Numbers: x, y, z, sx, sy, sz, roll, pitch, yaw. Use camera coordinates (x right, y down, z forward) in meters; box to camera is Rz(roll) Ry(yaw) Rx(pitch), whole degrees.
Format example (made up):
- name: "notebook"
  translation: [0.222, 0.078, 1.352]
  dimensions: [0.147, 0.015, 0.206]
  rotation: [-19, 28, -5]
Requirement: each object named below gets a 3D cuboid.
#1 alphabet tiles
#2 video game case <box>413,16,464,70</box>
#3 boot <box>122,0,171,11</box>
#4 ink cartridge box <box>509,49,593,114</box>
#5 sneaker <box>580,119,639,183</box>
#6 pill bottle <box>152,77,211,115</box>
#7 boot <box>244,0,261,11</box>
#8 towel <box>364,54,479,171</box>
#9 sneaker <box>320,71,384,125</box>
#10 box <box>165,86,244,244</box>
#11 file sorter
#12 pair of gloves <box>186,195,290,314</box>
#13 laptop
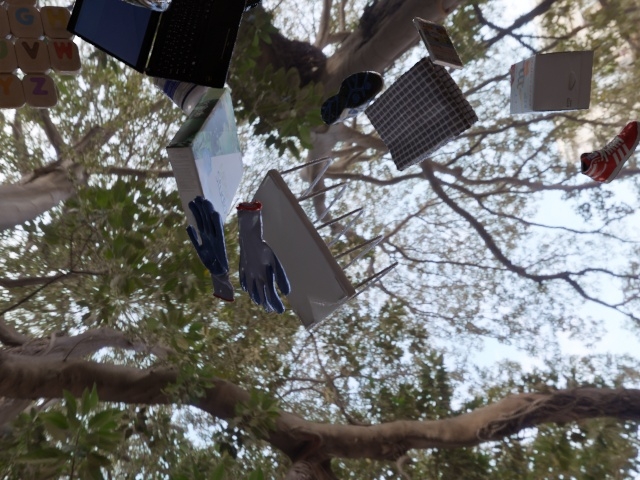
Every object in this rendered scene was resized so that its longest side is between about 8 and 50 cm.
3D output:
- name: "alphabet tiles"
  translation: [-0.625, -0.388, 0.903]
  dimensions: [0.283, 0.021, 0.278]
  rotation: [-11, -93, -28]
- name: "video game case"
  translation: [0.248, -0.413, 0.985]
  dimensions: [0.087, 0.011, 0.122]
  rotation: [-1, -116, -32]
- name: "boot"
  translation: [-0.197, -0.390, 0.454]
  dimensions: [0.096, 0.264, 0.281]
  rotation: [22, -71, 8]
- name: "ink cartridge box"
  translation: [0.540, -0.369, 1.112]
  dimensions: [0.127, 0.176, 0.128]
  rotation: [-2, -77, 5]
- name: "sneaker"
  translation: [0.513, -0.162, 0.837]
  dimensions: [0.066, 0.042, 0.119]
  rotation: [14, -64, -9]
- name: "pill bottle"
  translation: [-0.364, -0.416, 1.314]
  dimensions: [0.186, 0.112, 0.112]
  rotation: [42, -111, 2]
- name: "boot"
  translation: [-0.211, -0.624, 1.174]
  dimensions: [0.121, 0.045, 0.099]
  rotation: [-33, -75, -22]
- name: "towel"
  translation: [0.273, -0.352, 1.343]
  dimensions: [0.121, 0.283, 0.235]
  rotation: [-38, -87, -37]
- name: "sneaker"
  translation: [0.086, -0.359, 1.169]
  dimensions: [0.081, 0.211, 0.080]
  rotation: [-21, -87, -38]
- name: "box"
  translation: [-0.244, -0.178, 1.057]
  dimensions: [0.058, 0.322, 0.233]
  rotation: [-2, -52, 4]
- name: "file sorter"
  translation: [0.000, 0.000, 0.955]
  dimensions: [0.173, 0.193, 0.278]
  rotation: [-24, -104, -35]
- name: "pair of gloves"
  translation: [-0.117, 0.018, 0.637]
  dimensions: [0.023, 0.198, 0.160]
  rotation: [-25, -66, -42]
- name: "laptop"
  translation: [-0.303, -0.452, 0.914]
  dimensions: [0.264, 0.136, 0.235]
  rotation: [12, -98, 4]
